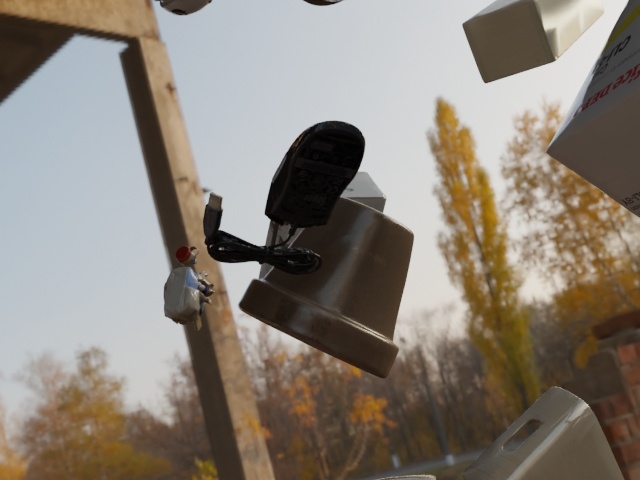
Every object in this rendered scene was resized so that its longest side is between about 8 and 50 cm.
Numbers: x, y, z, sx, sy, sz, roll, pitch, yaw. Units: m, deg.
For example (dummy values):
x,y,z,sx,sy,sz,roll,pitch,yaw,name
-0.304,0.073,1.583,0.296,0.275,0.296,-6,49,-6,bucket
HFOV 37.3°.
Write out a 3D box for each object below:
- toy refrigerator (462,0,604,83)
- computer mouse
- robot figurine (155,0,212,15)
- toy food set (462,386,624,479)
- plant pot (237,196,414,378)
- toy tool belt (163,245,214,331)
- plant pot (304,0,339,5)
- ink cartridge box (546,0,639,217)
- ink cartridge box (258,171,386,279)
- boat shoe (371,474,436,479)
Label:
x,y,z,sx,sy,sz,roll,pitch,yaw,name
0.297,-0.299,1.289,0.102,0.094,0.269,-14,17,35,toy refrigerator
-0.058,-0.070,1.267,0.184,0.060,0.262,6,-51,-19,computer mouse
-0.320,-0.581,1.905,0.173,0.209,0.278,-13,-45,45,robot figurine
0.348,0.405,1.401,0.220,0.306,0.092,-35,17,-28,toy food set
0.032,0.060,1.482,0.263,0.229,0.263,25,-3,1,plant pot
-0.141,0.053,1.026,0.052,0.083,0.051,-11,-32,26,toy tool belt
0.054,-0.429,1.330,0.237,0.110,0.237,-36,-33,-28,plant pot
0.440,-0.241,1.023,0.160,0.384,0.279,32,-16,-4,ink cartridge box
0.000,0.000,1.915,0.197,0.114,0.273,-2,-55,-23,ink cartridge box
0.105,0.534,1.912,0.277,0.096,0.098,-16,-19,15,boat shoe
